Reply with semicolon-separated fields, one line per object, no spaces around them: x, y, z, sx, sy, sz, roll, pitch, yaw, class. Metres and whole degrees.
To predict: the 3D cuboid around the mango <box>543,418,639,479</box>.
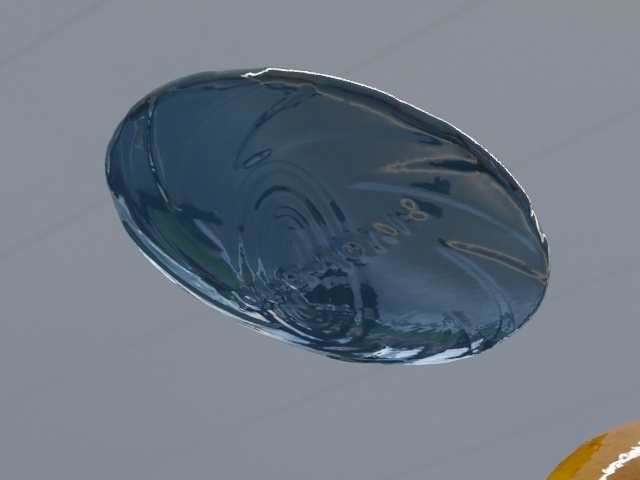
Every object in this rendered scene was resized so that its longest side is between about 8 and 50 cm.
0.187;0.160;0.840;0.257;0.187;0.138;26;-48;-28;mango

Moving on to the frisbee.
-0.001;0.005;1.128;0.289;0.049;0.289;13;-34;9;frisbee
